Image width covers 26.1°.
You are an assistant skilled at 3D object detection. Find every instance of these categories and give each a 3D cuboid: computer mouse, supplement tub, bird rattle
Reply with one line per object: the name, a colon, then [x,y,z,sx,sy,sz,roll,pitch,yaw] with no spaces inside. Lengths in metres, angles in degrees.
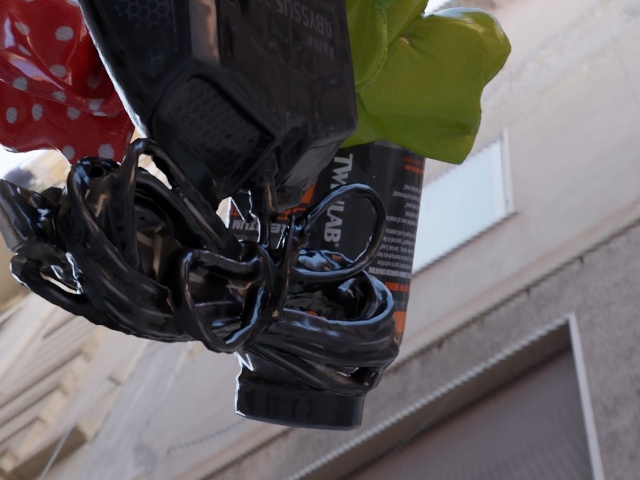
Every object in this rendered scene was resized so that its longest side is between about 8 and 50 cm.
computer mouse: [-0.047,-0.088,0.457,0.072,0.188,0.272,-10,-106,27]
supplement tub: [0.000,0.000,0.747,0.106,0.106,0.198,6,-92,4]
bird rattle: [-0.037,-0.121,0.665,0.253,0.207,0.143,0,-34,17]
